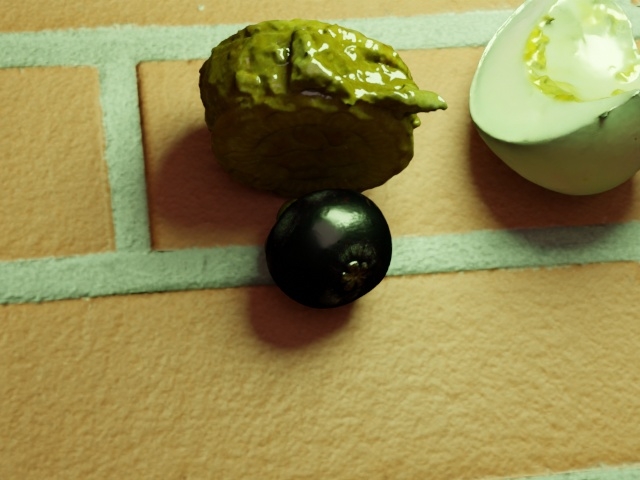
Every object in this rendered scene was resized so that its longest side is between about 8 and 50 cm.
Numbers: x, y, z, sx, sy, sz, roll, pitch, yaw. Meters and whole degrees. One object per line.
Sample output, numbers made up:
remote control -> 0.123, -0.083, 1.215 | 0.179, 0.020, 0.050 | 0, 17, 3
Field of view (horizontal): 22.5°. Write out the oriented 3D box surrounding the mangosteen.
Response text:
mangosteen -> 0.000, 0.000, 1.719 | 0.137, 0.137, 0.151 | -27, 38, -18

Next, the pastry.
pastry -> -0.012, -0.150, 1.717 | 0.240, 0.235, 0.132 | 8, 61, -16

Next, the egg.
egg -> 0.289, -0.145, 1.797 | 0.206, 0.162, 0.271 | -35, 35, 12
